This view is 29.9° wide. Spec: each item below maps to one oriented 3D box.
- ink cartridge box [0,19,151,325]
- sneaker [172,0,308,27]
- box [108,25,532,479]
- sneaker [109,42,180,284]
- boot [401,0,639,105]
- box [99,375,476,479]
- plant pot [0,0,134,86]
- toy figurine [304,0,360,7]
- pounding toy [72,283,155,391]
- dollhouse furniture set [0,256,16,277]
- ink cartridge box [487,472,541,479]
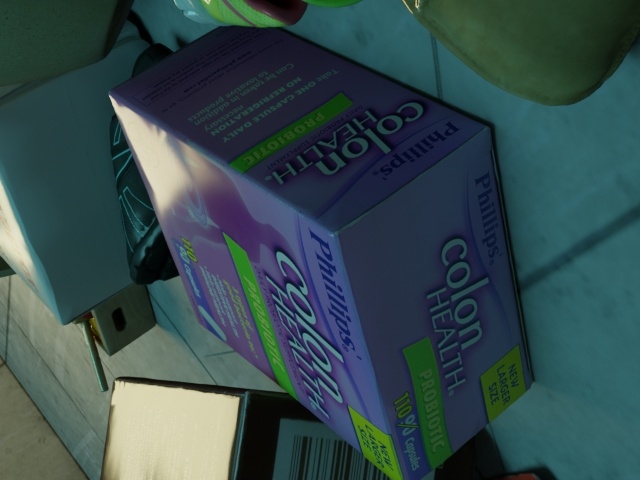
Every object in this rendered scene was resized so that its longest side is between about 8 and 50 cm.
[{"bbox_3d":[-0.311,-0.145,1.137,0.385,0.160,0.279,39,153,34],"label":"ink cartridge box"},{"bbox_3d":[-0.053,-0.204,0.662,0.094,0.081,0.208,27,152,36],"label":"sneaker"},{"bbox_3d":[0.000,0.000,0.776,0.243,0.117,0.213,32,149,43],"label":"box"},{"bbox_3d":[-0.124,-0.056,1.005,0.106,0.101,0.267,59,153,21],"label":"sneaker"},{"bbox_3d":[0.053,-0.198,0.433,0.236,0.089,0.269,49,158,15],"label":"boot"},{"bbox_3d":[-0.051,0.195,1.008,0.381,0.191,0.143,172,108,-68],"label":"box"},{"bbox_3d":[-0.203,-0.208,0.751,0.191,0.284,0.284,21,158,-7],"label":"plant pot"},{"bbox_3d":[-0.032,-0.164,0.532,0.173,0.130,0.159,39,-167,-11],"label":"toy figurine"},{"bbox_3d":[-0.271,0.082,1.458,0.130,0.100,0.141,42,154,31],"label":"pounding toy"},{"bbox_3d":[-0.362,-0.034,1.348,0.161,0.212,0.242,84,171,-47],"label":"dollhouse furniture set"},{"bbox_3d":[0.165,0.354,0.981,0.308,0.091,0.385,53,159,5],"label":"ink cartridge box"}]
